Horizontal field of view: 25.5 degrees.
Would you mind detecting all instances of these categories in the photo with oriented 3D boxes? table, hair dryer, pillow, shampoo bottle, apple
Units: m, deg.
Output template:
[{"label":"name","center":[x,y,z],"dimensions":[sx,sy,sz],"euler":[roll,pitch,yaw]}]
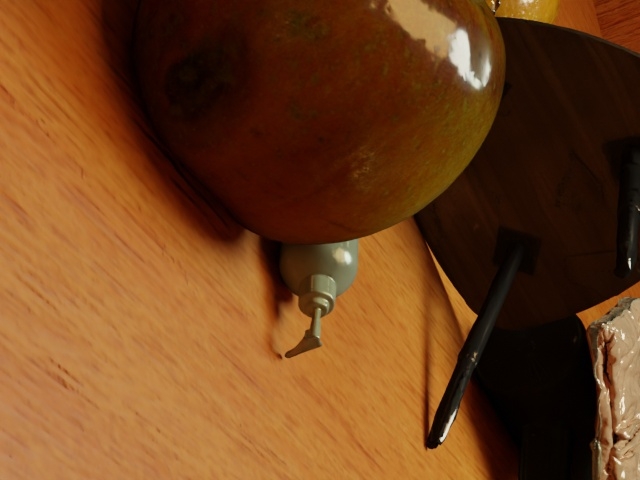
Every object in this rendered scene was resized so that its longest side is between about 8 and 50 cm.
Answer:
[{"label":"table","center":[0.164,-0.017,1.157],"dimensions":[0.249,0.317,0.317],"euler":[-47,118,-53]},{"label":"hair dryer","center":[0.227,0.248,1.348],"dimensions":[0.244,0.116,0.302],"euler":[57,34,-36]},{"label":"pillow","center":[0.275,0.173,1.299],"dimensions":[0.126,0.043,0.232],"euler":[-14,104,-62]},{"label":"shampoo bottle","center":[0.000,0.000,0.972],"dimensions":[0.195,0.056,0.056],"euler":[-89,153,-48]},{"label":"apple","center":[-0.005,-0.108,0.875],"dimensions":[0.237,0.207,0.237],"euler":[43,19,-19]}]

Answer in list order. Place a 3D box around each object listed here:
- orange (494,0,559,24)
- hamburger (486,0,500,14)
[{"label":"orange","center":[0.180,-0.279,1.583],"dimensions":[0.155,0.178,0.177],"euler":[-6,76,-47]},{"label":"hamburger","center":[0.045,-0.272,1.068],"dimensions":[0.300,0.176,0.300],"euler":[1,88,-56]}]
